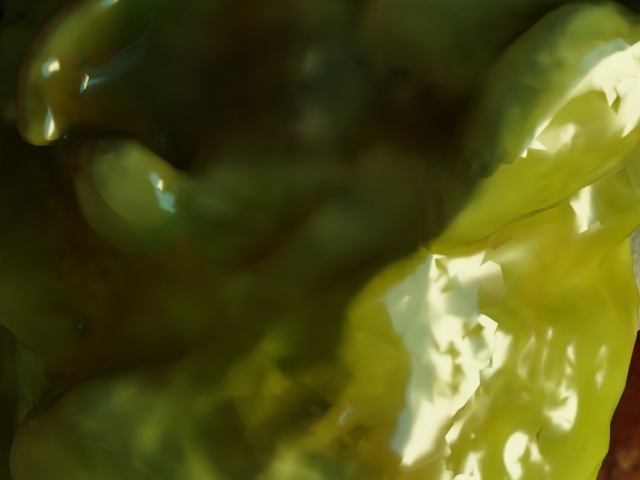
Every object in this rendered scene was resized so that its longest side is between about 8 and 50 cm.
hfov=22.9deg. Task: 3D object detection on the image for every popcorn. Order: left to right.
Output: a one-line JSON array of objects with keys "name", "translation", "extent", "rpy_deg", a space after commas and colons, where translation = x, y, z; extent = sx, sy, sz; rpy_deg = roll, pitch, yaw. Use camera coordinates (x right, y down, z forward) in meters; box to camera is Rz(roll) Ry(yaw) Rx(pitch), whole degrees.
[{"name": "popcorn", "translation": [0.006, -0.003, 0.611], "extent": [0.293, 0.292, 0.334], "rpy_deg": [-26, 133, -62]}]

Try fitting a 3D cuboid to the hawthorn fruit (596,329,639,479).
[{"name": "hawthorn fruit", "translation": [0.193, 0.182, 1.044], "extent": [0.207, 0.243, 0.207], "rpy_deg": [59, 10, -17]}]
